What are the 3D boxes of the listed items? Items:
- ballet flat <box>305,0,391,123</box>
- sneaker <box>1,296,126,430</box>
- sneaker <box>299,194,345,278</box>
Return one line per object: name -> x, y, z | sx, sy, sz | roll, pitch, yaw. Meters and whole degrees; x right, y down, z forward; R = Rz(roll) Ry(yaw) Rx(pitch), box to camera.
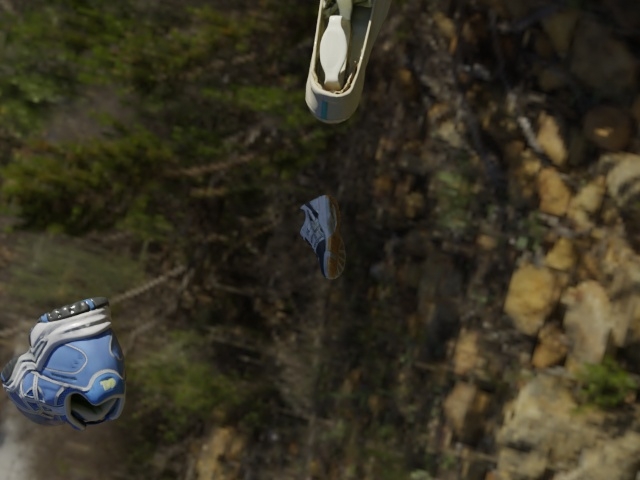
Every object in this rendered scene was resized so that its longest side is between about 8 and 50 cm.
ballet flat -> 0.031, -0.258, 1.487 | 0.086, 0.086, 0.248 | 96, -177, -73
sneaker -> -0.207, 0.121, 1.046 | 0.081, 0.080, 0.211 | 65, 155, 15
sneaker -> 0.000, 0.000, 1.173 | 0.032, 0.037, 0.083 | 43, -143, -53
